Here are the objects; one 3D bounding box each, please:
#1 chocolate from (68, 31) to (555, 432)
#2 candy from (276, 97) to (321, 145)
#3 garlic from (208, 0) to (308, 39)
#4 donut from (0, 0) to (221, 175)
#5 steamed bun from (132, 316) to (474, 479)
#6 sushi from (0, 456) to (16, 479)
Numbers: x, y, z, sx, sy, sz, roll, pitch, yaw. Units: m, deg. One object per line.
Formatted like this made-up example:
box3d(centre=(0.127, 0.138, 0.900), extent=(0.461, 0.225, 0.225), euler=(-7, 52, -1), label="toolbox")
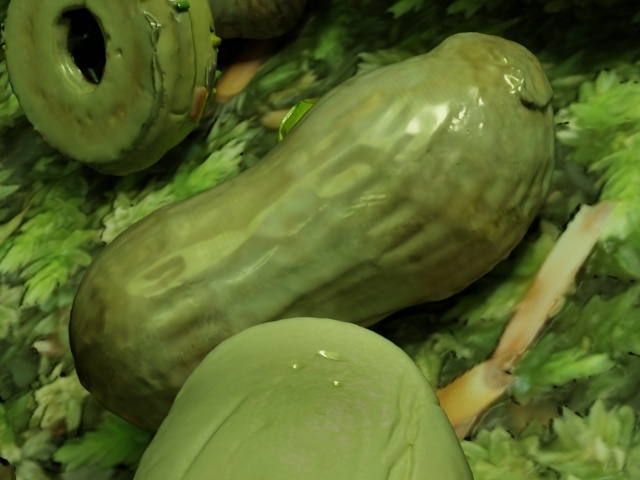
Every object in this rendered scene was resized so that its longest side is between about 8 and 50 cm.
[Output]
box3d(centre=(0.000, 0.000, 1.062), extent=(0.309, 0.134, 0.134), euler=(-34, 40, 1), label="chocolate")
box3d(centre=(-0.035, -0.006, 1.159), extent=(0.062, 0.058, 0.194), euler=(35, 81, 15), label="candy")
box3d(centre=(-0.061, -0.208, 1.315), extent=(0.147, 0.102, 0.159), euler=(-16, 81, -5), label="garlic")
box3d(centre=(-0.133, -0.128, 1.264), extent=(0.175, 0.174, 0.068), euler=(13, 19, 41), label="donut")
box3d(centre=(0.000, 0.166, 0.835), extent=(0.155, 0.200, 0.250), euler=(0, 43, 15), label="steamed bun")
box3d(centre=(-0.249, 0.169, 0.979), extent=(0.225, 0.218, 0.238), euler=(-29, 40, -2), label="sushi")
